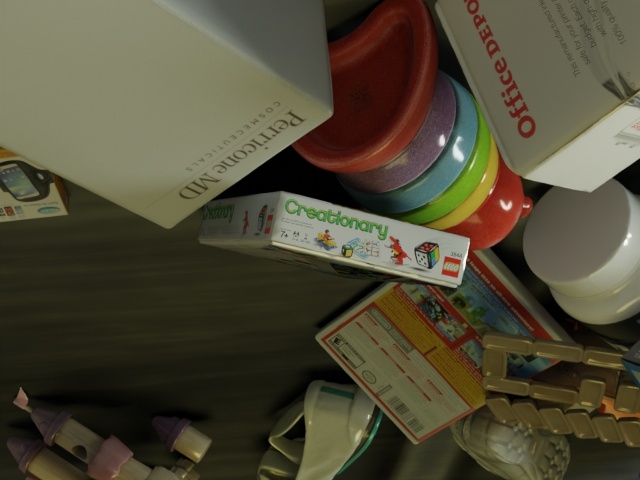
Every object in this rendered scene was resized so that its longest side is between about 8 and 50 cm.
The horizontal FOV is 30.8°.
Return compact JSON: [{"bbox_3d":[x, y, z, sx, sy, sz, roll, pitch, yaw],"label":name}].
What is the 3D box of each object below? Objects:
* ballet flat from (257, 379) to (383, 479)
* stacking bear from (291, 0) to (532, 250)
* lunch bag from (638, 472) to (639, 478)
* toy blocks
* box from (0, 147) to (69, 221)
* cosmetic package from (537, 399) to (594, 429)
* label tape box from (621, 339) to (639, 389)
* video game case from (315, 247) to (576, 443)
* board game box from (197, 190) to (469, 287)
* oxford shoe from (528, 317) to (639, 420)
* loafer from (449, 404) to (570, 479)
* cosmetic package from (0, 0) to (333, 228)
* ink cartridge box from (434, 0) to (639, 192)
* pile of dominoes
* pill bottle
[{"bbox_3d":[-0.024,0.331,1.760,0.139,0.139,0.400,7,138,-16],"label":"ballet flat"},{"bbox_3d":[0.109,-0.083,1.166,0.175,0.164,0.289,-25,144,25],"label":"stacking bear"},{"bbox_3d":[0.586,0.293,1.665,0.293,0.138,0.221,-23,147,-15],"label":"lunch bag"},{"bbox_3d":[-0.351,0.362,1.712,0.260,0.309,0.288,30,128,7],"label":"toy blocks"},{"bbox_3d":[-0.322,-0.063,1.242,0.081,0.028,0.136,-6,142,2],"label":"box"},{"bbox_3d":[0.368,0.229,1.701,0.041,0.060,0.115,13,139,-22],"label":"cosmetic package"},{"bbox_3d":[0.527,0.121,1.293,0.333,0.106,0.240,-40,110,-15],"label":"label tape box"},{"bbox_3d":[0.150,0.127,1.469,0.204,0.025,0.285,47,128,-5],"label":"video game case"},{"bbox_3d":[0.000,0.000,1.198,0.193,0.053,0.305,13,176,-18],"label":"board game box"},{"bbox_3d":[0.333,0.140,1.556,0.363,0.130,0.133,19,105,-20],"label":"oxford shoe"},{"bbox_3d":[0.295,0.312,1.786,0.111,0.112,0.319,17,164,37],"label":"loafer"},{"bbox_3d":[-0.226,-0.203,0.946,0.230,0.161,0.453,-33,137,33],"label":"cosmetic package"},{"bbox_3d":[0.255,-0.202,0.947,0.117,0.207,0.283,8,144,-45],"label":"ink cartridge box"},{"bbox_3d":[0.321,0.174,1.407,0.251,0.040,0.196,8,141,12],"label":"pile of dominoes"},{"bbox_3d":[0.366,0.044,1.357,0.161,0.161,0.283,-29,137,30],"label":"pill bottle"}]
